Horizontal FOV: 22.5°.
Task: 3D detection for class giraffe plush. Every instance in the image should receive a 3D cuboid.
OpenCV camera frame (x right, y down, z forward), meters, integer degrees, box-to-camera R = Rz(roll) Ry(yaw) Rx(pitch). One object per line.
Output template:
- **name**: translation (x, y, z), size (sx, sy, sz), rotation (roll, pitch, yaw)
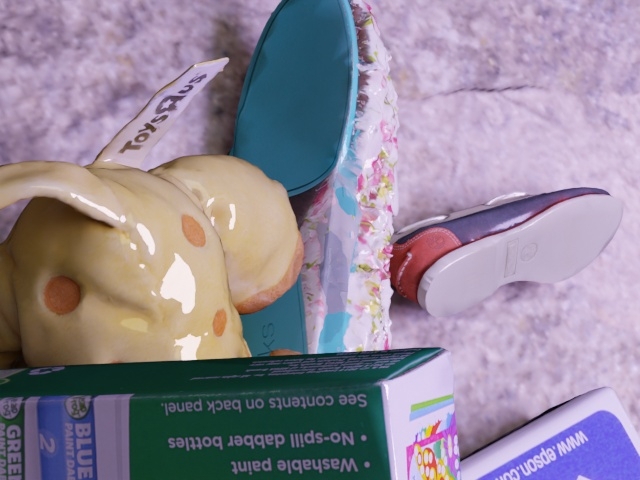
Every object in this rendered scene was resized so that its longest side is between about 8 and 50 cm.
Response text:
- **giraffe plush**: translation (-0.051, 0.063, 0.575), size (0.181, 0.210, 0.170), rotation (-19, 73, -34)

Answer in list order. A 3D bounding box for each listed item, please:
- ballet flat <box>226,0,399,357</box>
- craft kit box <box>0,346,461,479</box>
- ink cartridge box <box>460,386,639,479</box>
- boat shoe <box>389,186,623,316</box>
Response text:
- **ballet flat**: translation (0.000, 0.000, 0.726), size (0.077, 0.091, 0.241), rotation (33, 56, -47)
- **craft kit box**: translation (-0.073, 0.161, 0.471), size (0.061, 0.250, 0.246), rotation (-21, 104, -65)
- **ink cartridge box**: translation (0.075, 0.254, 0.649), size (0.304, 0.072, 0.307), rotation (-22, 81, -34)
- **boat shoe**: translation (0.090, -0.001, 0.783), size (0.137, 0.049, 0.043), rotation (-19, 38, -31)
